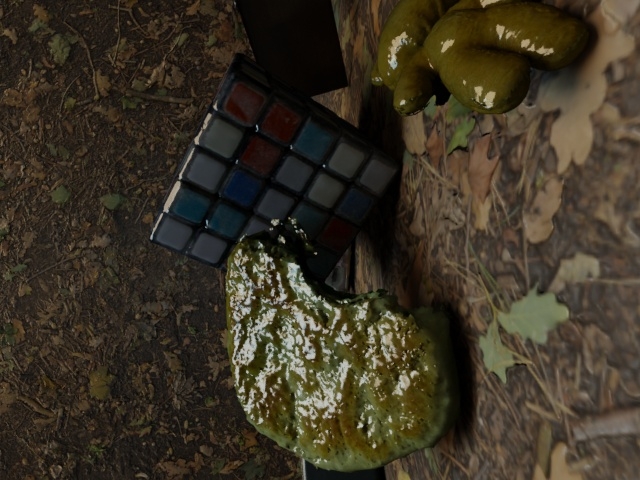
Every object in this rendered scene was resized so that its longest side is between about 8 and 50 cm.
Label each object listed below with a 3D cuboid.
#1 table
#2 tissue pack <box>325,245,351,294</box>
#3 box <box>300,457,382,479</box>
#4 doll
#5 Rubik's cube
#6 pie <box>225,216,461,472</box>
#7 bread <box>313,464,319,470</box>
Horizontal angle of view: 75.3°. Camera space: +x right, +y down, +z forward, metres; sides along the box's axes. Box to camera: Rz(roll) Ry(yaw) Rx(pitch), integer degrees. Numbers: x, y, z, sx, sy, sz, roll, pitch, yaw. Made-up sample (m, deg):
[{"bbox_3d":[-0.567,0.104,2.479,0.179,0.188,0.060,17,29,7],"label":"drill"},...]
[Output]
[{"bbox_3d":[-0.068,-0.487,0.906,0.250,0.196,0.282,-105,-2,-50],"label":"table"},{"bbox_3d":[0.000,0.000,1.036,0.256,0.123,0.215,-122,32,-70],"label":"tissue pack"},{"bbox_3d":[0.035,0.413,0.837,0.050,0.160,0.230,67,-165,-68],"label":"box"},{"bbox_3d":[0.122,-0.157,0.355,0.137,0.097,0.209,-48,37,18],"label":"doll"},{"bbox_3d":[-0.087,-0.114,0.728,0.292,0.287,0.293,-56,23,20],"label":"Rubik's cube"},{"bbox_3d":[-0.003,0.149,0.550,0.078,0.371,0.296,-4,-61,-59],"label":"pie"},{"bbox_3d":[0.043,0.285,0.703,0.197,0.171,0.197,169,90,-72],"label":"bread"}]
